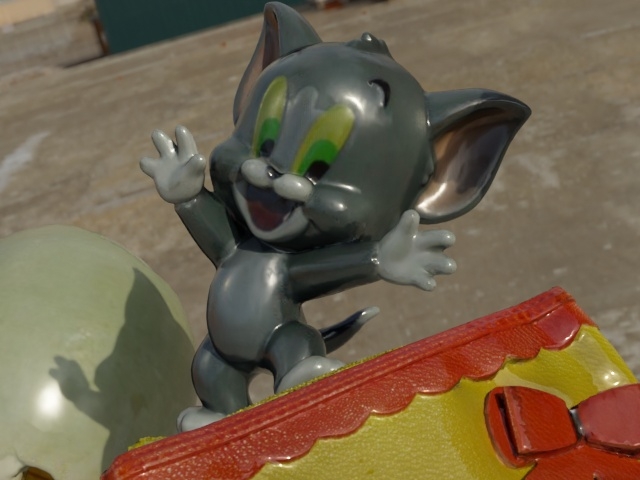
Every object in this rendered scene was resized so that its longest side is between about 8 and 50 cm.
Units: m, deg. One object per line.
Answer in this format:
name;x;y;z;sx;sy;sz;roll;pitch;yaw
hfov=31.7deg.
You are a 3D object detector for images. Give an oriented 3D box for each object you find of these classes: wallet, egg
wallet;0.045;0.105;0.451;0.241;0.141;0.067;-18;-24;-30
egg;-0.254;0.127;1.079;0.278;0.278;0.336;-10;41;18

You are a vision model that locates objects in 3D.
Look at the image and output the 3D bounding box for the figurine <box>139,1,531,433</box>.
figurine;0.001;0.003;0.666;0.193;0.265;0.140;16;16;27
